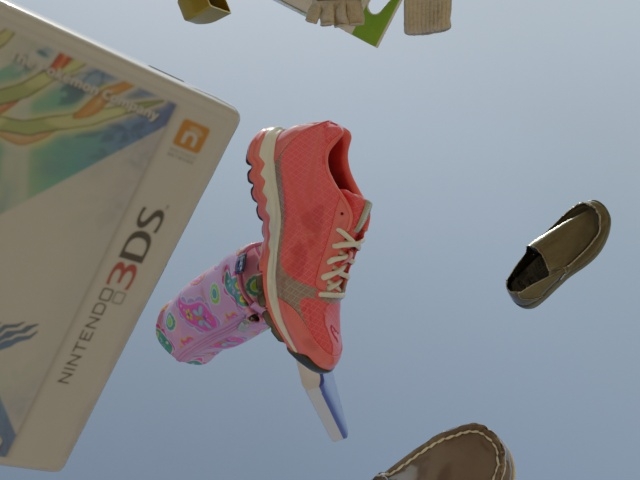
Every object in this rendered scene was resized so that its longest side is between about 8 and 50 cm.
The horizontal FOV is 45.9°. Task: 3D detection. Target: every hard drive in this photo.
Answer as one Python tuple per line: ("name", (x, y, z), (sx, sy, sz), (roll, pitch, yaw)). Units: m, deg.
("hard drive", (-0.009, 0.235, 1.432), (0.040, 0.318, 0.210), (-16, -121, 1))

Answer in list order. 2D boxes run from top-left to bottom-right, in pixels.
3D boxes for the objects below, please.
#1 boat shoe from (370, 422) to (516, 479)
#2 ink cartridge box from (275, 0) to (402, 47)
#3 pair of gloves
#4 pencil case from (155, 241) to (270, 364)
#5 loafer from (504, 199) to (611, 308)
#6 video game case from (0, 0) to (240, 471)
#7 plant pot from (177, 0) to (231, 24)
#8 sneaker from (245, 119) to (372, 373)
("boat shoe", (0.041, 0.265, 0.618), (0.324, 0.096, 0.117), (-39, -125, -15))
("ink cartridge box", (0.027, -0.478, 1.344), (0.255, 0.097, 0.188), (27, -80, -5))
("pair of gloves", (0.091, -0.409, 1.107), (0.042, 0.240, 0.204), (-8, -73, -62))
("pencil case", (-0.135, 0.098, 1.096), (0.124, 0.284, 0.124), (16, -118, -31))
("loafer", (0.441, 0.027, 1.417), (0.087, 0.094, 0.251), (17, -66, -49))
("video game case", (-0.252, -0.008, 0.444), (0.329, 0.036, 0.299), (21, -75, -33))
("plant pot", (-0.258, -0.510, 1.624), (0.081, 0.083, 0.081), (-8, -105, -63))
("sneaker", (0.000, 0.000, 0.903), (0.116, 0.136, 0.313), (8, -109, -63))
